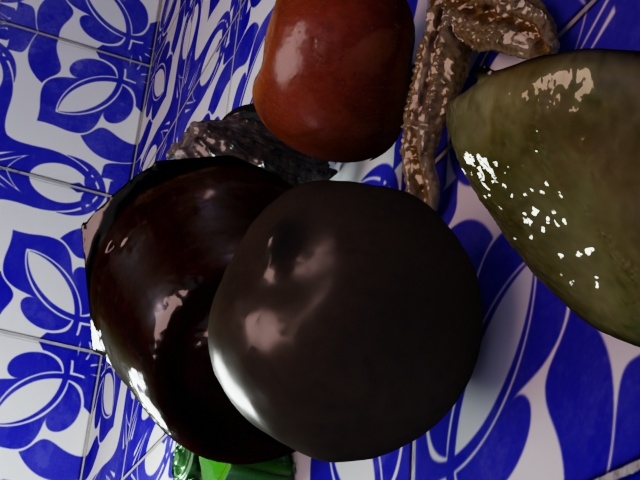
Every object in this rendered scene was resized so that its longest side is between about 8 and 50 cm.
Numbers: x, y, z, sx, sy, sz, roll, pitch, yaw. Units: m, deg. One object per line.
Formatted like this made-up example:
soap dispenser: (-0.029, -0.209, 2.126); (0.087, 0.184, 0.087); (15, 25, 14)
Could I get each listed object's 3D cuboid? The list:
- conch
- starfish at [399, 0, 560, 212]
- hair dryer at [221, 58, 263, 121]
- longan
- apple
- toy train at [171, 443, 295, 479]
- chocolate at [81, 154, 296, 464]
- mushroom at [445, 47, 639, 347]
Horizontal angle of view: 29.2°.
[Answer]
conch: (-0.101, -0.098, 1.812); (0.240, 0.313, 0.186); (10, 104, 30)
starfish: (0.185, -0.260, 1.406); (0.324, 0.082, 0.432); (-20, 65, 59)
hair dryer: (-0.092, -0.170, 2.202); (0.320, 0.155, 0.284); (-81, -6, -60)
longan: (0.027, 0.082, 1.291); (0.297, 0.297, 0.297); (-165, 90, -72)
apple: (0.020, -0.234, 1.611); (0.251, 0.206, 0.272); (94, -175, -65)
toy train: (-0.133, 0.331, 1.818); (0.188, 0.132, 0.243); (-61, 25, 24)
chocolate: (-0.116, 0.121, 1.572); (0.331, 0.383, 0.384); (-112, 40, -59)
mushroom: (0.209, -0.031, 0.940); (0.292, 0.217, 0.212); (-156, 78, -71)
